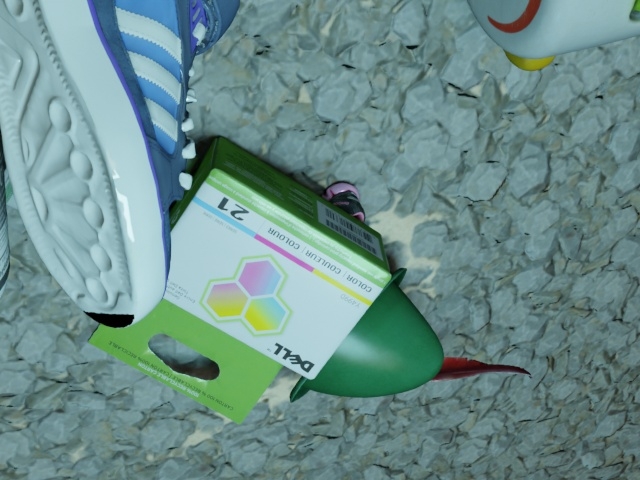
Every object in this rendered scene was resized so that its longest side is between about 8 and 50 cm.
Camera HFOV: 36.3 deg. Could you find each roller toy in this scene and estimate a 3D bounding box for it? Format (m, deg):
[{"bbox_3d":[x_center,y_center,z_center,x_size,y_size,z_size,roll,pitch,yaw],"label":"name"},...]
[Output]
[{"bbox_3d":[0.195,-0.248,0.787,0.146,0.209,0.191,-16,90,-14],"label":"roller toy"}]

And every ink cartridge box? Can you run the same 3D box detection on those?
[{"bbox_3d":[-0.083,0.065,0.908,0.188,0.097,0.255,31,109,-14],"label":"ink cartridge box"}]

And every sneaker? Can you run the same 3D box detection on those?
[{"bbox_3d":[0.000,0.000,0.963,0.047,0.057,0.119,28,109,-40],"label":"sneaker"},{"bbox_3d":[-0.112,-0.126,0.711,0.236,0.130,0.323,-31,113,-45],"label":"sneaker"}]

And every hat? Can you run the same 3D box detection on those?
[{"bbox_3d":[0.102,0.144,0.994,0.208,0.183,0.173,-47,171,-13],"label":"hat"}]

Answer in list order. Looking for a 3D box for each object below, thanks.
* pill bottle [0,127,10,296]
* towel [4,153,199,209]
[{"bbox_3d":[-0.320,-0.019,0.733,0.162,0.162,0.278,-6,127,-21],"label":"pill bottle"},{"bbox_3d":[-0.197,-0.059,0.857,0.152,0.023,0.113,21,115,-37],"label":"towel"}]
